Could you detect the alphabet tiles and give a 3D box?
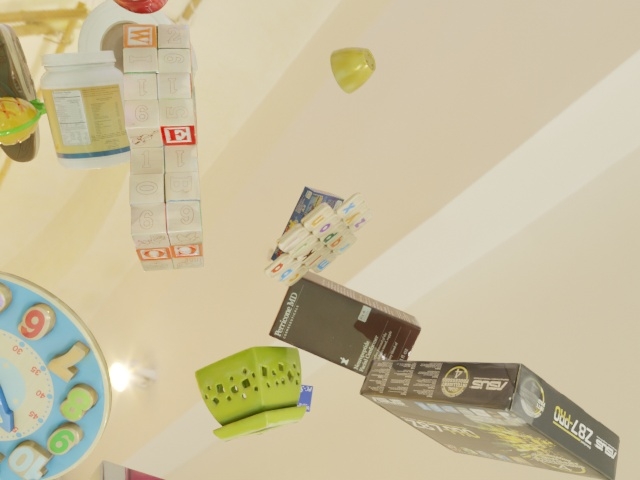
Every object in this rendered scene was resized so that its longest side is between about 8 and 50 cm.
[{"bbox_3d":[0.000,0.000,1.242,0.278,0.284,0.021,-41,-112,3],"label":"alphabet tiles"}]

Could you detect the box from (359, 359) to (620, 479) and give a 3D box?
[{"bbox_3d":[0.320,0.347,1.063,0.394,0.318,0.097,-16,-139,54],"label":"box"}]

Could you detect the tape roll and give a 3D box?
[{"bbox_3d":[-0.453,-0.460,1.336,0.169,0.246,0.246,-58,165,-83],"label":"tape roll"}]

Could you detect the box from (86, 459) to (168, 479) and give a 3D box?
[{"bbox_3d":[-0.339,0.532,0.980,0.149,0.232,0.127,-51,-149,7],"label":"box"}]

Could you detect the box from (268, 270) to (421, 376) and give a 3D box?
[{"bbox_3d":[0.069,0.238,1.486,0.143,0.381,0.191,-57,169,-83],"label":"box"}]

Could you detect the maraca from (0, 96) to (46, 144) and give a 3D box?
[{"bbox_3d":[-0.693,-0.280,1.206,0.127,0.186,0.099,16,-48,17],"label":"maraca"}]

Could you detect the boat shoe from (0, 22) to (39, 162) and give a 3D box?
[{"bbox_3d":[-0.776,-0.374,1.359,0.110,0.121,0.341,-85,174,-68],"label":"boat shoe"}]

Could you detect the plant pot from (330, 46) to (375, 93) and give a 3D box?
[{"bbox_3d":[0.105,-0.511,1.557,0.095,0.134,0.134,-15,-110,33],"label":"plant pot"}]

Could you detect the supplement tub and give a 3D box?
[{"bbox_3d":[-0.427,-0.242,0.982,0.144,0.144,0.200,20,-60,48],"label":"supplement tub"}]

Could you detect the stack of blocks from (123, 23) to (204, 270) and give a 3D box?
[{"bbox_3d":[-0.215,-0.127,0.741,0.171,0.087,0.297,111,-27,-65],"label":"stack of blocks"}]

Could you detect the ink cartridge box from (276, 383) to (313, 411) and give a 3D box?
[{"bbox_3d":[-0.127,0.569,1.947,0.046,0.207,0.097,-12,-115,52],"label":"ink cartridge box"}]

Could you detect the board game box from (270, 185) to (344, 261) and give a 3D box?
[{"bbox_3d":[-0.030,-0.029,1.324,0.035,0.136,0.201,34,-76,32],"label":"board game box"}]

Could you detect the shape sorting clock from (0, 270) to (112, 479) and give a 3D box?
[{"bbox_3d":[-0.282,0.123,0.454,0.206,0.206,0.040,-61,-176,19],"label":"shape sorting clock"}]

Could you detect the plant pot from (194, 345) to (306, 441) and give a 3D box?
[{"bbox_3d":[-0.184,0.430,1.490,0.228,0.227,0.207,-26,-113,25],"label":"plant pot"}]

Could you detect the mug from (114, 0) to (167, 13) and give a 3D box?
[{"bbox_3d":[-0.229,-0.363,0.646,0.169,0.113,0.150,12,-128,15],"label":"mug"}]
